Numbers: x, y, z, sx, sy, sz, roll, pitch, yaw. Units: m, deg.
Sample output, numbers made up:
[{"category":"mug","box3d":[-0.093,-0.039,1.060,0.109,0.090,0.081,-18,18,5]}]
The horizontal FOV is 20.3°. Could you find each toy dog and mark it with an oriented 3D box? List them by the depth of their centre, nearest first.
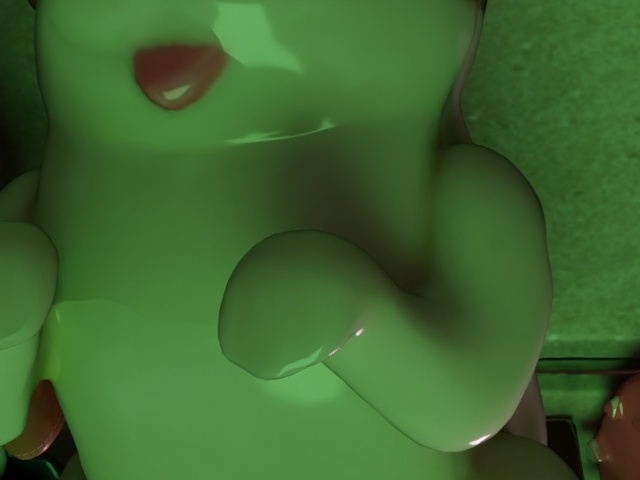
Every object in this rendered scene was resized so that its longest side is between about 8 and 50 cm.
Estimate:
[{"category":"toy dog","box3d":[0.000,0.000,0.794,0.284,0.395,0.408,2,111,30]}]

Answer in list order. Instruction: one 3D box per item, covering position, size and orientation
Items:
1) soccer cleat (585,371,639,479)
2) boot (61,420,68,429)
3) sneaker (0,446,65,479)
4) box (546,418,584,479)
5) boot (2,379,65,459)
[{"category":"soccer cleat","box3d":[0.224,0.167,1.105,0.095,0.083,0.248,-22,129,-19]},{"category":"boot","box3d":[-0.277,0.041,0.994,0.305,0.112,0.115,18,160,-21]},{"category":"sneaker","box3d":[-0.227,0.159,1.048,0.235,0.094,0.153,12,143,18]},{"category":"box","box3d":[0.067,0.289,1.165,0.191,0.143,0.381,0,130,0]},{"category":"boot","box3d":[-0.195,0.028,0.832,0.109,0.283,0.220,-20,121,4]}]
